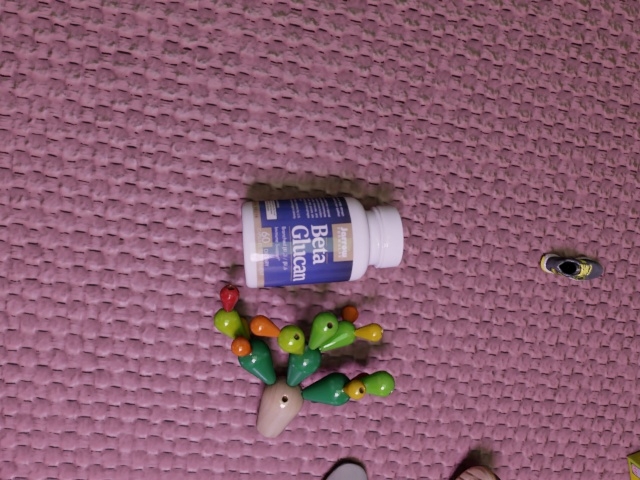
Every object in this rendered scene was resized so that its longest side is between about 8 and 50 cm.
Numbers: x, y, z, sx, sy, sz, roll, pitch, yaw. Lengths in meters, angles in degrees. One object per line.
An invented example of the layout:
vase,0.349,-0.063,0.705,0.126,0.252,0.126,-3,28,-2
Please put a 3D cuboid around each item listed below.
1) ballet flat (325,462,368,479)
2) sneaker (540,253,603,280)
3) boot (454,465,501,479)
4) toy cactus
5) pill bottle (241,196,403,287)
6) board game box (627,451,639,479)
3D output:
ballet flat,0.010,0.386,0.662,0.072,0.068,0.213,23,95,-12
sneaker,0.322,0.037,0.669,0.083,0.035,0.031,6,99,-10
boot,0.253,0.419,0.713,0.206,0.090,0.249,9,96,-22
toy cactus,-0.032,0.146,0.614,0.218,0.112,0.181,19,115,-14
pill bottle,0.000,0.000,0.583,0.169,0.094,0.094,-4,100,-8
board game box,0.531,0.324,0.745,0.181,0.043,0.092,-16,101,-6
